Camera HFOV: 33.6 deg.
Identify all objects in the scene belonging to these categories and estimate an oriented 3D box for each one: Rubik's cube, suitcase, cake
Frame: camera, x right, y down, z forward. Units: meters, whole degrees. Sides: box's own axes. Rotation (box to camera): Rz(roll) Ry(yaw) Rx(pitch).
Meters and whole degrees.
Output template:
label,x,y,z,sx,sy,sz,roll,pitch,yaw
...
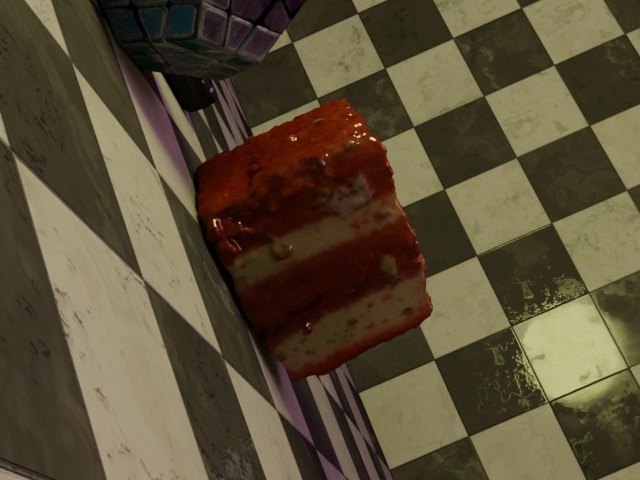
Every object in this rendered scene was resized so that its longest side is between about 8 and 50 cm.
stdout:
label,x,y,z,sx,sy,sz,roll,pitch,yaw
Rubik's cube,-0.168,-0.370,1.441,0.319,0.319,0.264,66,29,-9
suitcase,-0.266,-0.373,1.782,0.285,0.066,0.206,64,4,-49
cake,0.000,0.000,1.542,0.270,0.269,0.319,-109,174,-70
